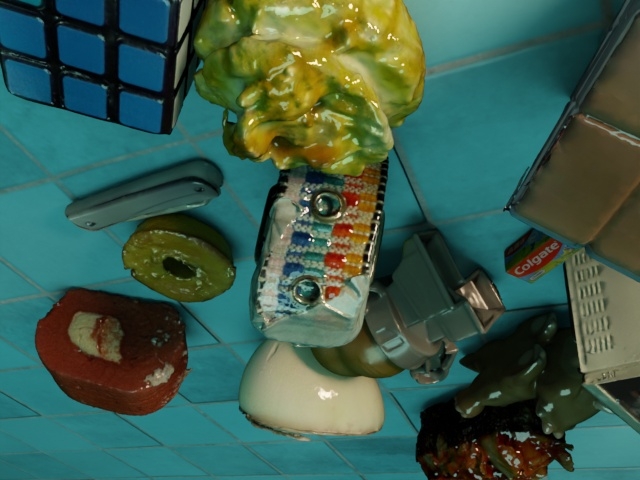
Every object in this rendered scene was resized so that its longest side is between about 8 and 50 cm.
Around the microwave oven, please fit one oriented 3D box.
[{"bbox_3d":[0.473,0.144,0.829,0.181,0.237,0.295,-26,132,36],"label":"microwave oven"}]

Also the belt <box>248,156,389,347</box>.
[{"bbox_3d":[0.000,0.000,0.730,0.150,0.257,0.207,11,169,-2],"label":"belt"}]

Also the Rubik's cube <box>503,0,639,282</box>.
[{"bbox_3d":[0.330,-0.104,0.514,0.225,0.231,0.221,29,144,11],"label":"Rubik's cube"}]

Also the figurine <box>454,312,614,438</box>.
[{"bbox_3d":[0.370,0.236,1.017,0.173,0.177,0.247,39,124,-7],"label":"figurine"}]

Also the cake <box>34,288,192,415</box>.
[{"bbox_3d":[-0.381,0.210,1.130,0.283,0.177,0.151,12,142,-1],"label":"cake"}]

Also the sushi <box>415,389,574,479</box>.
[{"bbox_3d":[0.350,0.401,1.227,0.196,0.182,0.343,22,143,-27],"label":"sushi"}]

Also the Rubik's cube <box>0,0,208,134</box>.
[{"bbox_3d":[-0.193,-0.220,0.566,0.161,0.163,0.162,15,143,-7],"label":"Rubik's cube"}]

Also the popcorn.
[{"bbox_3d":[-0.007,-0.167,0.581,0.221,0.183,0.204,15,140,-29],"label":"popcorn"}]

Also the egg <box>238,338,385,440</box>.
[{"bbox_3d":[-0.004,0.245,1.110,0.264,0.174,0.286,9,176,42],"label":"egg"}]

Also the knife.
[{"bbox_3d":[-0.255,-0.056,0.881,0.266,0.040,0.073,-12,145,24],"label":"knife"}]

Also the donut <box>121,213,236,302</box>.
[{"bbox_3d":[-0.218,0.023,0.957,0.162,0.065,0.178,-17,134,22],"label":"donut"}]

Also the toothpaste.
[{"bbox_3d":[0.318,-0.015,0.817,0.070,0.044,0.193,23,140,-14],"label":"toothpaste"}]

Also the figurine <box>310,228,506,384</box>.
[{"bbox_3d":[0.104,0.121,0.933,0.285,0.167,0.342,-35,103,32],"label":"figurine"}]
